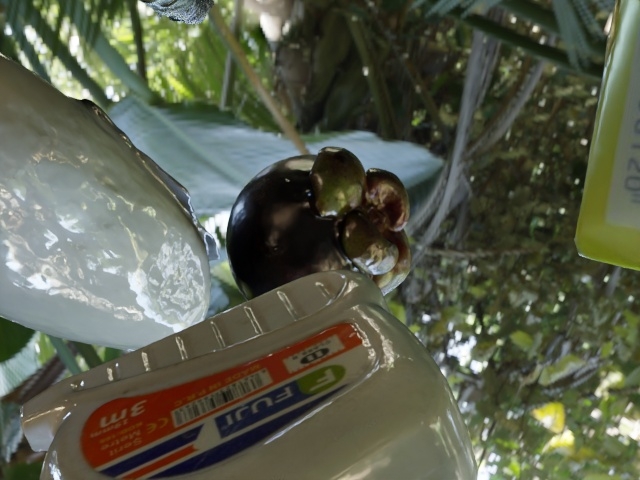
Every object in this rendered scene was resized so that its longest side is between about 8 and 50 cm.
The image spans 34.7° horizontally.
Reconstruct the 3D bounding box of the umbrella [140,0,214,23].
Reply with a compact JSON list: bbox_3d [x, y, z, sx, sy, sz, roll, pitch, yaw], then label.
[{"bbox_3d":[-0.136,-0.224,0.918,0.046,0.188,0.050,-19,-84,7],"label":"umbrella"}]

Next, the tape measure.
[{"bbox_3d":[-0.049,0.136,0.650,0.258,0.130,0.265,-23,-158,-7],"label":"tape measure"}]

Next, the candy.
[{"bbox_3d":[-0.297,-0.022,1.036,0.427,0.386,0.186,39,-115,-27],"label":"candy"}]

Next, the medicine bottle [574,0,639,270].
[{"bbox_3d":[0.205,-0.038,0.262,0.137,0.141,0.250,8,-175,-32],"label":"medicine bottle"}]

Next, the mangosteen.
[{"bbox_3d":[0.000,0.000,1.092,0.209,0.210,0.210,2,-127,-3],"label":"mangosteen"}]
